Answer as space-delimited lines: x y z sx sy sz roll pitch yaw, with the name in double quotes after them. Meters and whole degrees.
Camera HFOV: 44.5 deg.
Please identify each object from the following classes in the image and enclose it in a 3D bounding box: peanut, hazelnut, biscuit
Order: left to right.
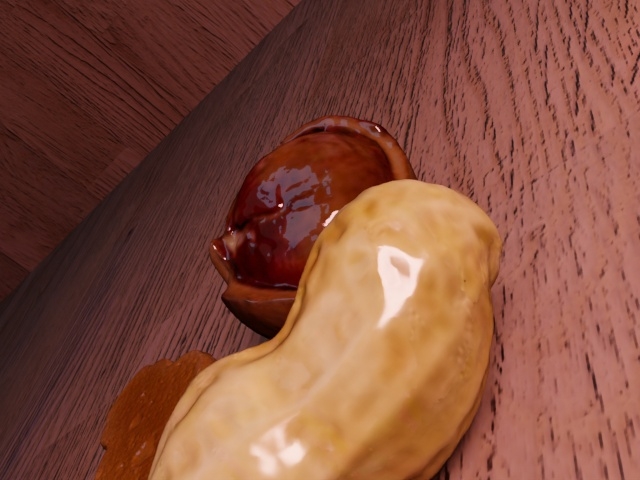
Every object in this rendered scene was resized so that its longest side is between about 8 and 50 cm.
-0.153 0.193 0.780 0.186 0.044 0.295 -50 21 -9 "biscuit"
0.002 0.101 0.464 0.305 0.147 0.147 -49 20 -1 "peanut"
0.007 -0.004 0.622 0.170 0.160 0.201 -41 16 18 "hazelnut"
